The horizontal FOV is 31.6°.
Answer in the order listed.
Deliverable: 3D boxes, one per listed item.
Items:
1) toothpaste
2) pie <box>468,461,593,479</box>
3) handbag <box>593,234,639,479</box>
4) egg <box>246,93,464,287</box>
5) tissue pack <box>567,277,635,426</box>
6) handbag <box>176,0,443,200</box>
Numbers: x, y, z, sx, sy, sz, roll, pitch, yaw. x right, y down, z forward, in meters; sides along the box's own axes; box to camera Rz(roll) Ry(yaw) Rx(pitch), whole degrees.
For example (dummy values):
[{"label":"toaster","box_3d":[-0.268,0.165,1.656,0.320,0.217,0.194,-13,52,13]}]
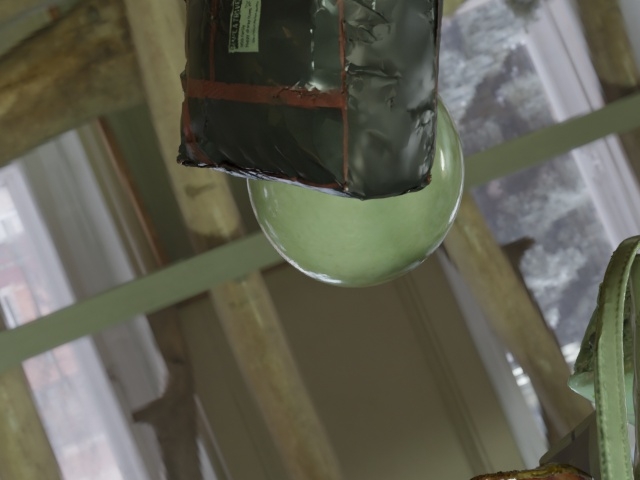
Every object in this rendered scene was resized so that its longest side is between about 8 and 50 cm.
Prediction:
[{"label":"toothpaste","box_3d":[0.301,0.317,1.264,0.125,0.080,0.371,-49,-165,24]},{"label":"pie","box_3d":[0.117,0.184,0.791,0.170,0.034,0.092,-15,151,-5]},{"label":"handbag","box_3d":[0.236,0.119,0.715,0.079,0.256,0.219,-8,168,40]},{"label":"egg","box_3d":[0.029,-0.059,0.969,0.186,0.186,0.253,-23,152,-4]},{"label":"tissue pack","box_3d":[0.464,0.148,1.023,0.162,0.388,0.287,-63,-173,-21]},{"label":"handbag","box_3d":[-0.014,-0.139,0.741,0.155,0.215,0.169,-4,-171,-44]}]
